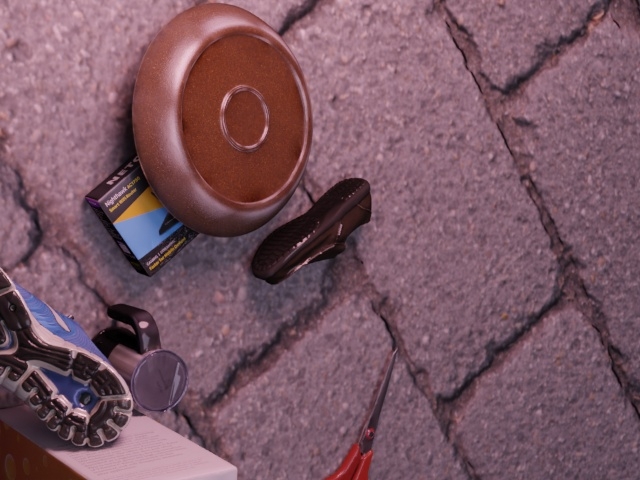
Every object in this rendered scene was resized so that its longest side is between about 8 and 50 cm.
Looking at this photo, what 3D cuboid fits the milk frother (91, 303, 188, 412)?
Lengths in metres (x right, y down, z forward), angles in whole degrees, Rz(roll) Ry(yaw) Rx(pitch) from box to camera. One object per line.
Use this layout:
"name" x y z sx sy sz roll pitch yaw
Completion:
"milk frother" -0.268 0.161 1.893 0.143 0.135 0.129 -33 116 -26

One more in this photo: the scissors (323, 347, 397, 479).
"scissors" 0.072 0.312 2.241 0.109 0.021 0.297 37 77 -32

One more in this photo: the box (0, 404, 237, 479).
"box" -0.259 0.339 1.805 0.168 0.345 0.215 -7 103 -34

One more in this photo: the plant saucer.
"plant saucer" -0.112 -0.159 1.947 0.311 0.050 0.310 1 88 -45

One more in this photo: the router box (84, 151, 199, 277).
"router box" -0.203 -0.059 1.947 0.179 0.046 0.133 -44 120 -21

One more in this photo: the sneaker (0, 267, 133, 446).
"sneaker" -0.366 0.125 1.791 0.330 0.147 0.130 42 86 -1

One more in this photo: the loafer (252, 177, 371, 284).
"loafer" 0.000 0.000 2.082 0.220 0.080 0.078 -39 119 -23
